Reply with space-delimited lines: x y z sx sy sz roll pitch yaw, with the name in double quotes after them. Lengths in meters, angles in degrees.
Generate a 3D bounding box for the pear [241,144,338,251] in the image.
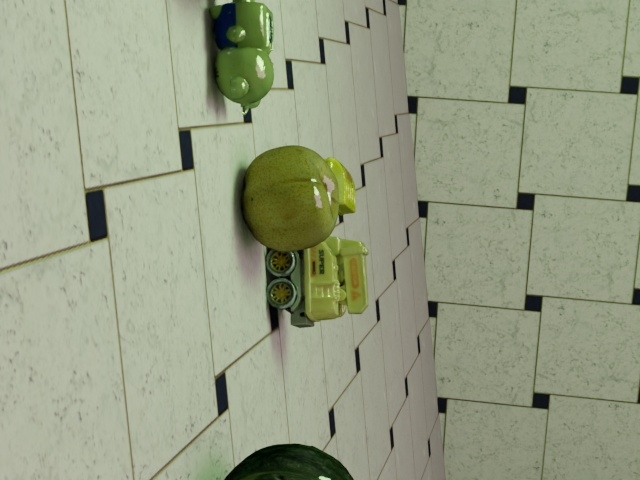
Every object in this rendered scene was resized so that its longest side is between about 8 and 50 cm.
-0.046 -0.060 1.862 0.167 0.136 0.167 -7 90 -76 "pear"

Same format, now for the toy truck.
0.000 0.000 2.009 0.124 0.157 0.272 37 50 -75 "toy truck"

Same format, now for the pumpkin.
-0.033 0.407 1.585 0.300 0.207 0.300 0 90 -87 "pumpkin"

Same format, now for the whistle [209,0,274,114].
-0.108 -0.288 1.752 0.105 0.085 0.228 14 74 -78 "whistle"
